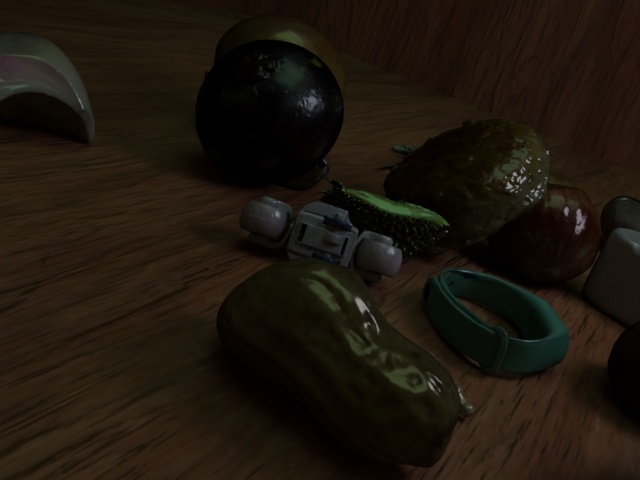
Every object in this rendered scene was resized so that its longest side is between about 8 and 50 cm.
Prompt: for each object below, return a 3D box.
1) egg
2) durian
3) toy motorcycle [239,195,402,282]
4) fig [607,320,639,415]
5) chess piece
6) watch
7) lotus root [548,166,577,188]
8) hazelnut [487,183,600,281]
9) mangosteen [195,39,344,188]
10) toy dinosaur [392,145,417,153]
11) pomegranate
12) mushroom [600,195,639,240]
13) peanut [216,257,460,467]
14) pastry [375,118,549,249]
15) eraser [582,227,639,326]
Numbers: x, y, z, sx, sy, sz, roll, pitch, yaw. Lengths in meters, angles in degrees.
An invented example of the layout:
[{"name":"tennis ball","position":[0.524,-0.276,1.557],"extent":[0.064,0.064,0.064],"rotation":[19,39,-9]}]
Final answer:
[{"name":"egg","position":[-0.513,-0.267,1.157],"extent":[0.271,0.162,0.206],"rotation":[0,30,-40]},{"name":"durian","position":[0.091,-0.019,1.154],"extent":[0.220,0.137,0.095],"rotation":[24,56,-1]},{"name":"toy motorcycle","position":[0.000,0.000,1.056],"extent":[0.254,0.112,0.112],"rotation":[18,22,-3]},{"name":"fig","position":[0.528,0.139,0.917],"extent":[0.190,0.290,0.190],"rotation":[21,44,-22]},{"name":"chess piece","position":[0.149,0.176,0.828],"extent":[0.035,0.035,0.092],"rotation":[0,32,-38]},{"name":"watch","position":[0.254,0.113,1.008],"extent":[0.195,0.068,0.237],"rotation":[14,22,-8]},{"name":"lotus root","position":[0.488,-0.106,1.603],"extent":[0.284,0.146,0.160],"rotation":[-2,18,-37]},{"name":"hazelnut","position":[0.419,-0.011,1.304],"extent":[0.214,0.176,0.214],"rotation":[-8,47,9]},{"name":"mangosteen","position":[-0.091,-0.228,1.295],"extent":[0.288,0.288,0.288],"rotation":[16,22,-7]},{"name":"toy dinosaur","position":[0.331,-0.220,1.855],"extent":[0.242,0.053,0.167],"rotation":[1,20,-19]},{"name":"pomegranate","position":[-0.106,-0.357,1.537],"extent":[0.319,0.319,0.319],"rotation":[16,22,-7]},{"name":"mushroom","position":[0.791,-0.053,1.614],"extent":[0.243,0.243,0.243],"rotation":[16,22,-7]},{"name":"peanut","position":[0.012,0.109,0.714],"extent":[0.291,0.159,0.143],"rotation":[33,52,31]},{"name":"pastry","position":[0.272,-0.118,1.285],"extent":[0.136,0.329,0.329],"rotation":[58,8,-25]},{"name":"eraser","position":[0.648,0.096,1.257],"extent":[0.331,0.150,0.331],"rotation":[15,22,-6]}]
